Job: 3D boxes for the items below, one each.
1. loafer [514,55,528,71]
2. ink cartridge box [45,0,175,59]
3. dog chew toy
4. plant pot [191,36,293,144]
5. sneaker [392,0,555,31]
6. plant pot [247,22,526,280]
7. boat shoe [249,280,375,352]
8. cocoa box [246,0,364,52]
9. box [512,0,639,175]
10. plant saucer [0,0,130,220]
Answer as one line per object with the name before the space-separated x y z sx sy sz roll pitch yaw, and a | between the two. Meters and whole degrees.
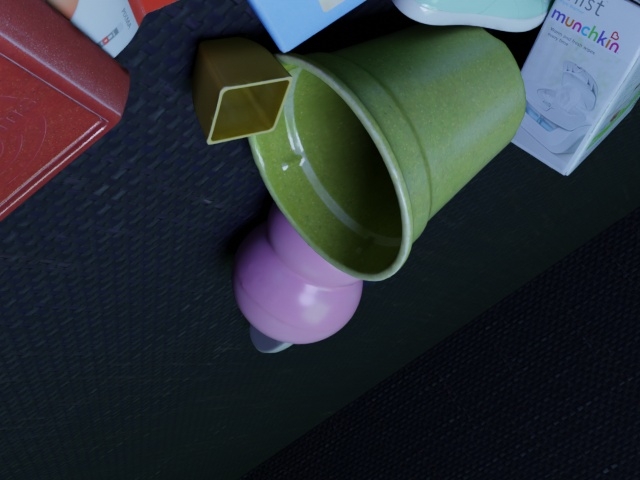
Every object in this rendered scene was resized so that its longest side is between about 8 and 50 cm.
loafer | 0.266 -0.232 1.049 0.223 0.076 0.078 -21 151 -33
ink cartridge box | -0.181 -0.207 0.580 0.179 0.045 0.145 -25 158 -8
dog chew toy | 0.000 0.000 1.054 0.206 0.207 0.332 -8 140 -43
plant pot | -0.090 -0.162 0.732 0.081 0.083 0.081 -17 153 -30
sneaker | 0.209 -0.315 0.774 0.255 0.094 0.151 -16 150 -35
plant pot | 0.091 -0.135 0.834 0.254 0.276 0.276 -34 161 -25
boat shoe | 0.009 0.094 1.328 0.158 0.127 0.340 3 140 -41
cocoa box | -0.026 -0.305 0.321 0.231 0.228 0.347 -33 158 5
box | 0.375 -0.248 0.931 0.262 0.126 0.231 -37 155 -40
plant saucer | -0.283 -0.074 0.546 0.258 0.048 0.259 -39 169 2
